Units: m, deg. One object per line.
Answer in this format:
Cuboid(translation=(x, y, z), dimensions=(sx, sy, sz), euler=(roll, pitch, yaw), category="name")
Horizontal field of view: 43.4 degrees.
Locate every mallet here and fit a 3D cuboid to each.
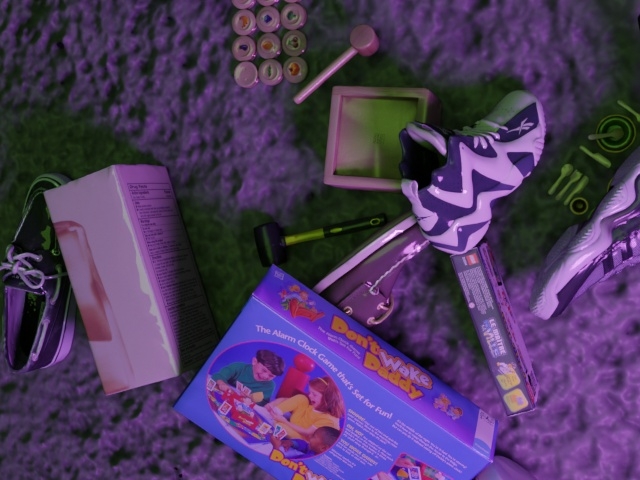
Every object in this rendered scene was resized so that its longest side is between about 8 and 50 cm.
Cuboid(translation=(0.000, 0.000, 1.116), dimensions=(0.190, 0.039, 0.062), euler=(-5, 93, 14), category="mallet")

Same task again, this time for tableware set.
Cuboid(translation=(0.364, -0.088, 0.993), dimensions=(0.104, 0.024, 0.154), euler=(39, 104, 11), category="tableware set")

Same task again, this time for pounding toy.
Cuboid(translation=(0.062, -0.169, 1.052), dimensions=(0.181, 0.094, 0.205), euler=(6, 90, 21), category="pounding toy")

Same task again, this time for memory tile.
Cuboid(translation=(-0.072, -0.291, 1.125), dimensions=(0.113, 0.012, 0.147), euler=(-1, 95, 18), category="memory tile")

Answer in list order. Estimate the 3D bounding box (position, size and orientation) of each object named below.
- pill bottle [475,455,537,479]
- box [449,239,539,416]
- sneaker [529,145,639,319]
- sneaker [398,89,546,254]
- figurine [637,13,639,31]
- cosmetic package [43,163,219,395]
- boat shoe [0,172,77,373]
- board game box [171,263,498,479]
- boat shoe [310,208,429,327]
Cuboid(translation=(0.186, 0.400, 1.032), dimensions=(0.136, 0.136, 0.245), euler=(38, 105, 12), category="pill bottle")
Cuboid(translation=(0.221, 0.104, 1.009), dimensions=(0.036, 0.114, 0.206), euler=(-20, 88, 19), category="box")
Cuboid(translation=(0.376, 0.014, 0.947), dimensions=(0.153, 0.101, 0.268), euler=(37, 103, 2), category="sneaker")
Cuboid(translation=(0.171, -0.117, 0.951), dimensions=(0.235, 0.153, 0.094), euler=(-52, 39, -9), category="sneaker")
Cuboid(translation=(0.458, -0.164, 0.883), dimensions=(0.215, 0.092, 0.209), euler=(-12, 81, -23), category="figurine")
Cuboid(translation=(-0.262, 0.051, 1.143), dimensions=(0.129, 0.153, 0.296), euler=(-17, 88, 18), category="cosmetic package")
Cuboid(translation=(-0.434, 0.050, 1.222), dimensions=(0.113, 0.105, 0.306), euler=(15, 99, 16), category="boat shoe")
Cuboid(translation=(0.015, 0.222, 1.029), dimensions=(0.347, 0.078, 0.233), euler=(35, 122, -2), category="board game box")
Cuboid(translation=(0.037, 0.080, 1.070), dimensions=(0.324, 0.116, 0.096), euler=(-40, 86, 21), category="boat shoe")
